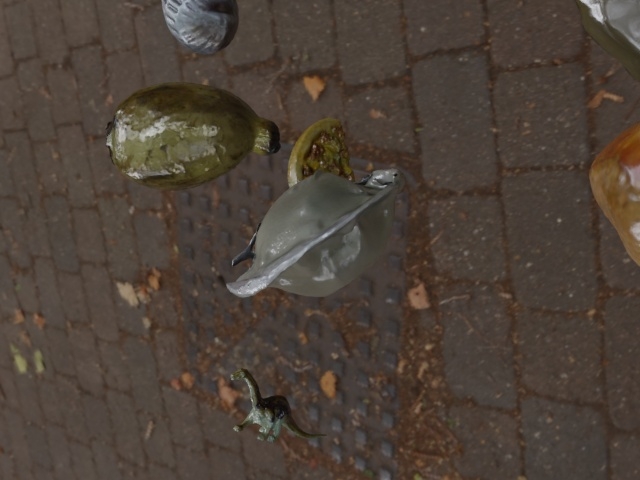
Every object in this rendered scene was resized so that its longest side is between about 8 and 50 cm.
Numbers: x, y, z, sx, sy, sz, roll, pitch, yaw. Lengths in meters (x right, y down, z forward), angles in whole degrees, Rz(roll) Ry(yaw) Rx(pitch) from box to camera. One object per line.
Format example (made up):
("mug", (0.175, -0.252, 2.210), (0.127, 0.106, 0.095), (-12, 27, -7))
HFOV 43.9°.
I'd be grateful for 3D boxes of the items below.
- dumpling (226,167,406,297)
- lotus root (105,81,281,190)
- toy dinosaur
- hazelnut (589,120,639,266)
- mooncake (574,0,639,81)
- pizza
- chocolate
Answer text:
("dumpling", (0.007, 0.010, 1.095), (0.163, 0.293, 0.204), (55, -179, -32))
("lotus root", (-0.156, -0.131, 0.968), (0.214, 0.138, 0.138), (-5, 106, 2))
("toy dinosaur", (-0.054, 0.195, 0.856), (0.037, 0.058, 0.180), (33, 169, 36))
("hazelnut", (0.338, -0.049, 0.747), (0.150, 0.150, 0.150), (18, 118, 38))
("mooncake", (0.238, -0.178, 0.399), (0.228, 0.124, 0.228), (18, 143, 14))
("pizza", (0.013, -0.136, 1.369), (0.134, 0.175, 0.046), (36, 149, -29))
("chocolate", (-0.126, -0.251, 0.765), (0.072, 0.072, 0.167), (-38, 68, 45))
